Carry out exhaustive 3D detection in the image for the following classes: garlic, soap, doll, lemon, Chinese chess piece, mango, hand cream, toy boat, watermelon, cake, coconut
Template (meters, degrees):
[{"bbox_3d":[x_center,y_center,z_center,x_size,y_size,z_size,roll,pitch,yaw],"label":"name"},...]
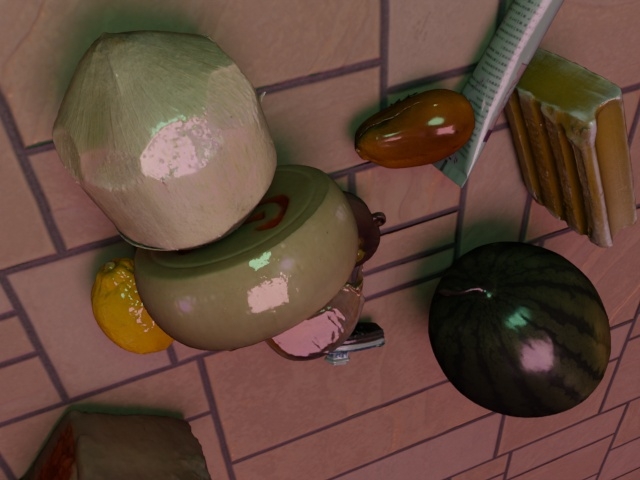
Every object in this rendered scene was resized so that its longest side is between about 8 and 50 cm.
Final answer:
[{"bbox_3d":[0.000,0.110,1.097,0.198,0.090,0.129,-23,123,-2],"label":"garlic"},{"bbox_3d":[0.359,-0.128,1.016,0.089,0.173,0.274,-39,137,-4],"label":"soap"},{"bbox_3d":[0.003,0.006,1.002,0.188,0.096,0.145,-40,129,23],"label":"doll"},{"bbox_3d":[-0.238,0.083,0.921,0.114,0.114,0.155,-28,134,-3],"label":"lemon"},{"bbox_3d":[-0.088,0.012,0.830,0.273,0.273,0.102,-27,117,-5],"label":"Chinese chess piece"},{"bbox_3d":[0.124,-0.147,0.939,0.159,0.084,0.105,-9,150,9],"label":"mango"},{"bbox_3d":[0.236,-0.230,0.928,0.058,0.085,0.331,2,125,-45],"label":"hand cream"},{"bbox_3d":[0.041,0.176,1.191,0.140,0.059,0.066,-4,112,-23],"label":"toy boat"},{"bbox_3d":[0.319,0.143,1.155,0.279,0.279,0.359,-41,136,10],"label":"watermelon"},{"bbox_3d":[-0.327,0.432,1.095,0.230,0.237,0.309,20,115,-39],"label":"cake"},{"bbox_3d":[-0.157,-0.111,0.724,0.224,0.224,0.234,-21,136,-11],"label":"coconut"}]
